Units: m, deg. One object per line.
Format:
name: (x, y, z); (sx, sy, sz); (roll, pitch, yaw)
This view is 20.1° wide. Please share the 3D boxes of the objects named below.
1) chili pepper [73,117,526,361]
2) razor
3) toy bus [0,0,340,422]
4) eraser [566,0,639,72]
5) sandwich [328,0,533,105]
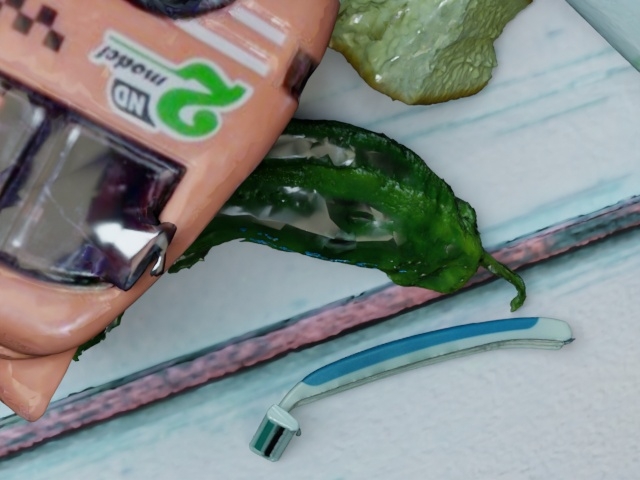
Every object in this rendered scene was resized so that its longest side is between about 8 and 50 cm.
chili pepper: (0.000, 0.000, 0.926); (0.279, 0.065, 0.122); (0, 125, -21)
razor: (0.051, 0.071, 1.000); (0.191, 0.037, 0.068); (-18, 164, -17)
toy bus: (-0.219, -0.117, 0.648); (0.427, 0.203, 0.233); (28, 86, -28)
eraser: (0.144, -0.207, 0.856); (0.227, 0.081, 0.174); (38, 82, -32)
sandwich: (0.017, -0.132, 0.847); (0.244, 0.088, 0.090); (26, 108, -32)
